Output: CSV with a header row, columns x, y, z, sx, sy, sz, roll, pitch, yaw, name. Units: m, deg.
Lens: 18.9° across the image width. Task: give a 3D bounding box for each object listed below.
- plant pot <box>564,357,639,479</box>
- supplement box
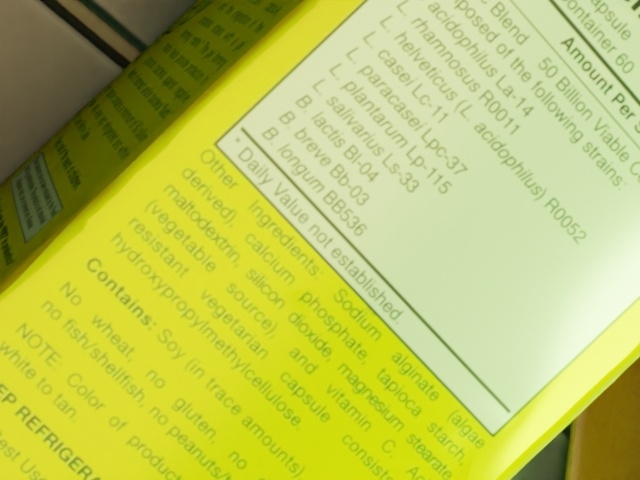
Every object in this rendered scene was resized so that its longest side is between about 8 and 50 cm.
x,y,z,sx,sy,sz,roll,pitch,yaw,name
0.244,0.151,0.881,0.187,0.212,0.212,1,101,-25,plant pot
0.000,0.000,0.795,0.356,0.195,0.194,-43,106,0,supplement box
